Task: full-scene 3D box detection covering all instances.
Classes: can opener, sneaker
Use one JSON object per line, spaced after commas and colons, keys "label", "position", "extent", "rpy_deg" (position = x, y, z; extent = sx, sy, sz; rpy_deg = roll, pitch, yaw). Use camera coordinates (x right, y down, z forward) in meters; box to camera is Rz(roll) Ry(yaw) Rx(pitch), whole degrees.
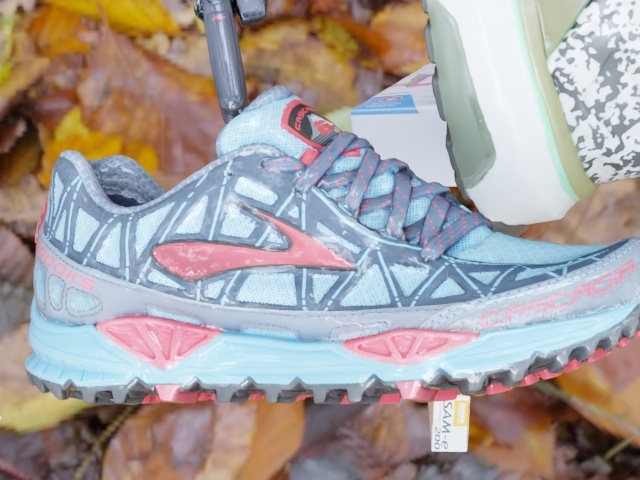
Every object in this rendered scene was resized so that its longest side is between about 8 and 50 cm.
{"label": "can opener", "position": [-0.082, -0.180, 1.254], "extent": [0.073, 0.059, 0.186], "rpy_deg": [-12, 54, 9]}
{"label": "sneaker", "position": [0.133, -0.210, 0.702], "extent": [0.182, 0.158, 0.410], "rpy_deg": [-8, 105, 17]}
{"label": "sneaker", "position": [0.000, 0.000, 0.561], "extent": [0.262, 0.104, 0.125], "rpy_deg": [-3, 89, 16]}

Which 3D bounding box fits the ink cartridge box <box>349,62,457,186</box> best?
{"label": "ink cartridge box", "position": [0.086, -0.075, 0.897], "extent": [0.088, 0.052, 0.122], "rpy_deg": [1, 20, 30]}

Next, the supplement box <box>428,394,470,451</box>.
{"label": "supplement box", "position": [0.125, 0.155, 1.426], "extent": [0.036, 0.062, 0.098], "rpy_deg": [1, 24, 1]}
